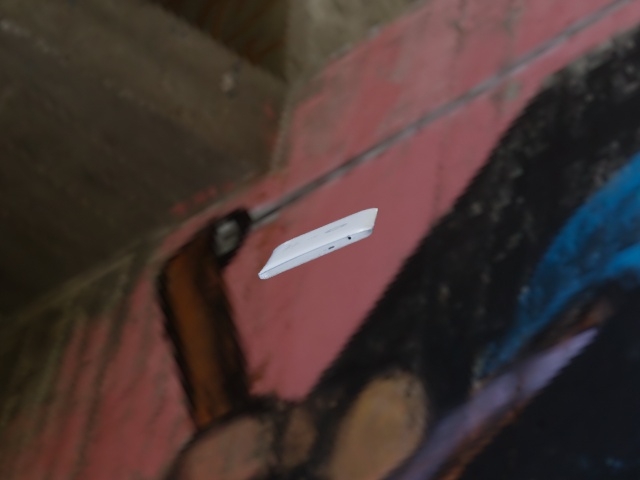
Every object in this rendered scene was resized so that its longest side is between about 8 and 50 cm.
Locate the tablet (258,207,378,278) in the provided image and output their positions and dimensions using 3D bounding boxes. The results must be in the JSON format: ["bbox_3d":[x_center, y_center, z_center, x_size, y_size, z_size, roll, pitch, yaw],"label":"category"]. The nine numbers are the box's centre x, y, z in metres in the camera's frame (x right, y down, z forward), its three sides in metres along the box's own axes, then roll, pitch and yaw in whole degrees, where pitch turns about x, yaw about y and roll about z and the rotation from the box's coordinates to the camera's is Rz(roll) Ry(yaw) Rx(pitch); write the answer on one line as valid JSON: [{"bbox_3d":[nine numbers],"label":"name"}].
[{"bbox_3d":[0.000,0.000,0.892,0.083,0.054,0.006,-67,-46,-81],"label":"tablet"}]
